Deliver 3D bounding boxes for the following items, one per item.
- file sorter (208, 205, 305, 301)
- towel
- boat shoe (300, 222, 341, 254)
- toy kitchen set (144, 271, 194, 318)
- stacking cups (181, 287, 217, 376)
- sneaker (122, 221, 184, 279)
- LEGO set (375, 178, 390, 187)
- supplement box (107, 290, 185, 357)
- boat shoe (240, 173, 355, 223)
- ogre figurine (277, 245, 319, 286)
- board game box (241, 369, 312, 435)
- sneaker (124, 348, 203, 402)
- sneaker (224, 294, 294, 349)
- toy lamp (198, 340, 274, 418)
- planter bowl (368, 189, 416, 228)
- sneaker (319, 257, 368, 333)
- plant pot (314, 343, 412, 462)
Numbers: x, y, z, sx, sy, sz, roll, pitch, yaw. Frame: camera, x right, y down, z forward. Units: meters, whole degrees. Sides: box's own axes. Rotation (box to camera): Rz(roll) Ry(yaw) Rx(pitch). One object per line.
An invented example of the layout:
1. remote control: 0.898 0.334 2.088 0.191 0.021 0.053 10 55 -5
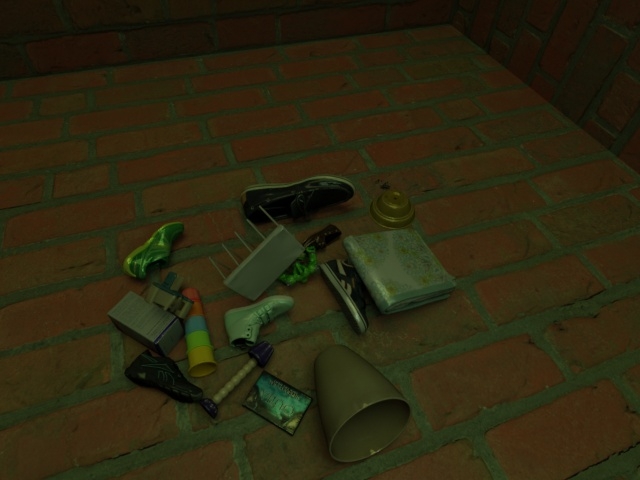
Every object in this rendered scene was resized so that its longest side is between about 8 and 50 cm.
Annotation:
1. file sorter: -0.237 0.045 1.494 0.278 0.193 0.173 -46 56 -3
2. towel: 0.298 0.102 1.538 0.373 0.090 0.321 -7 50 -32
3. boat shoe: 0.000 0.000 1.677 0.073 0.073 0.207 37 58 27
4. toy kitchen set: -0.530 0.161 1.390 0.207 0.166 0.122 14 70 43
5. stacking cups: -0.433 0.303 1.396 0.095 0.096 0.316 -16 51 -16
6. sneaker: -0.635 0.044 1.609 0.123 0.109 0.296 37 54 -1
7. LEGO set: 0.301 -0.265 1.950 0.054 0.024 0.083 -20 41 -21
8. supplement box: -0.590 0.283 1.389 0.219 0.111 0.114 23 53 16
9. boat shoe: -0.093 -0.165 1.748 0.498 0.187 0.156 -7 56 -2
10. ogre figurine: -0.091 0.107 1.570 0.196 0.097 0.118 -15 44 -22
11. board game box: -0.135 0.506 1.280 0.186 0.026 0.126 23 53 16
12. sneaker: -0.481 0.423 1.286 0.267 0.101 0.106 17 49 11
13. sneaker: -0.200 0.289 1.412 0.255 0.094 0.151 -17 47 -4
14. toy lamp: -0.259 0.432 1.302 0.080 0.080 0.274 33 55 23
15. planter bowl: 0.325 -0.159 1.814 0.216 0.090 0.217 1 51 -1
16. sneaker: 0.115 0.184 1.495 0.127 0.126 0.321 -22 53 -13
17. plant pot: 0.087 0.452 1.217 0.256 0.257 0.274 -18 37 -17
